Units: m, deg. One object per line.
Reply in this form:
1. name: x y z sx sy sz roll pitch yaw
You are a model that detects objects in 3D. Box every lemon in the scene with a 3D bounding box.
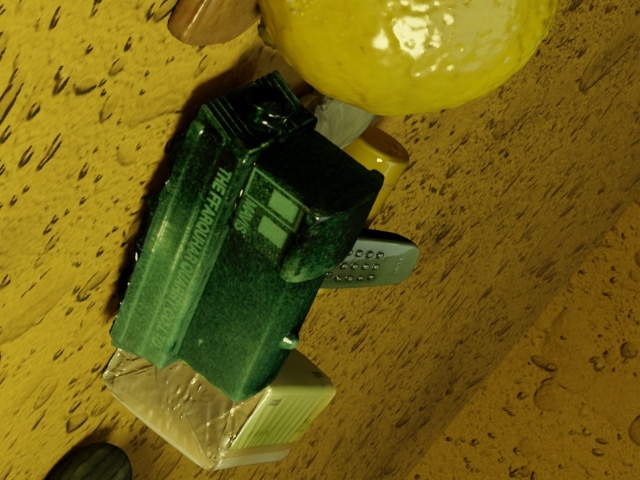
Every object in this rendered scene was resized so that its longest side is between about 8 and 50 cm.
1. lemon: 0.062 -0.239 1.436 0.253 0.253 0.310 -36 121 -43

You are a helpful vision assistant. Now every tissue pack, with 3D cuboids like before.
1. tissue pack: -0.102 0.151 1.997 0.125 0.159 0.234 -54 163 6

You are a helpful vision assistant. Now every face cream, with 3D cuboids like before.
1. face cream: 0.000 0.000 2.099 0.273 0.078 0.078 -59 162 22

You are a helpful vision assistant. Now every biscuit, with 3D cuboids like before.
1. biscuit: -0.043 -0.236 1.578 0.220 0.029 0.142 -40 160 -34

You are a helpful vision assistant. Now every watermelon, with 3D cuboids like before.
1. watermelon: -0.242 0.258 1.996 0.110 0.078 0.078 -43 161 -30

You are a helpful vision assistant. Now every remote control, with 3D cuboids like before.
1. remote control: 0.004 0.016 2.029 0.222 0.042 0.072 3 124 -28

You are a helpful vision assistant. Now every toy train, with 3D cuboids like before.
1. toy train: -0.073 0.010 1.753 0.138 0.178 0.330 -33 154 -49

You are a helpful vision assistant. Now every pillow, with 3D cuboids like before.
1. pillow: 0.007 -0.121 1.924 0.229 0.050 0.148 -39 166 -37

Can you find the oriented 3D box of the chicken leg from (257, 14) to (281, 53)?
1. chicken leg: 0.007 -0.210 1.625 0.178 0.070 0.093 -54 177 -39
